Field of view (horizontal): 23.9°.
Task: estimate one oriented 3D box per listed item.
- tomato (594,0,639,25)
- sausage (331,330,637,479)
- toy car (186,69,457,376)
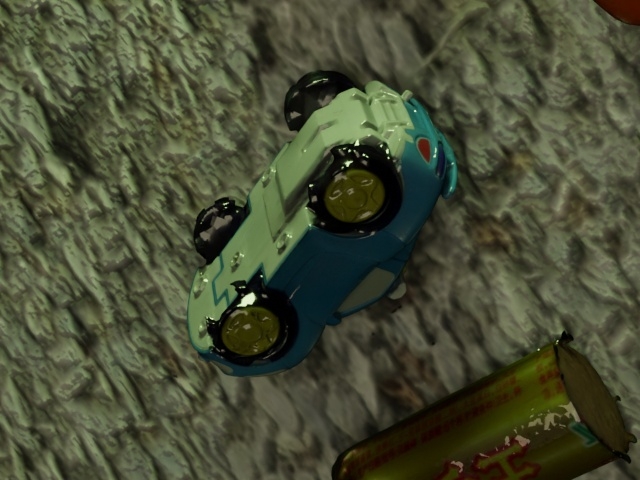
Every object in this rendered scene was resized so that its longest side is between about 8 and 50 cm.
[{"bbox_3d":[0.296,-0.302,1.250,0.260,0.180,0.259,3,99,19],"label":"tomato"},{"bbox_3d":[0.122,0.205,1.411,0.317,0.117,0.125,-28,96,18],"label":"sausage"},{"bbox_3d":[0.000,0.000,1.396,0.166,0.198,0.314,29,110,-22],"label":"toy car"}]
